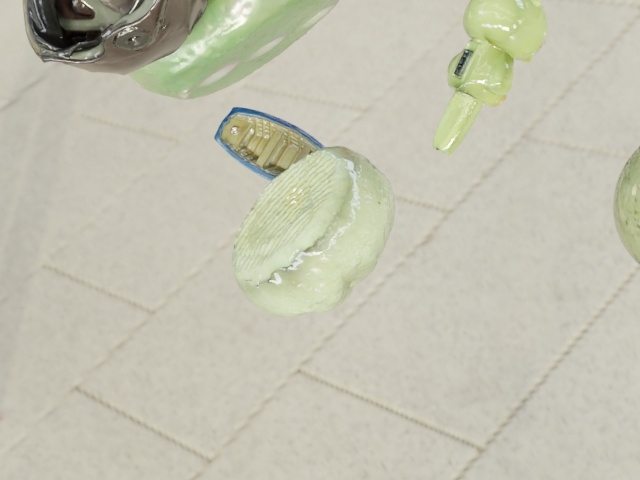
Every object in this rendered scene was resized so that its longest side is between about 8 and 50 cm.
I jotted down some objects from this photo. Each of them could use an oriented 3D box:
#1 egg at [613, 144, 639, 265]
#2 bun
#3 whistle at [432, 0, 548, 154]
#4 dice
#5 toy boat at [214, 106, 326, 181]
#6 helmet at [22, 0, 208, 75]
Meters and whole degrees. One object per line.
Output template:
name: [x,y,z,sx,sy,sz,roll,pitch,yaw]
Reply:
egg: [0.406,-0.045,1.422,0.228,0.177,0.177,-34,19,53]
bun: [0.000,0.000,1.470,0.195,0.118,0.195,-34,32,25]
whistle: [0.267,-0.269,2.153,0.141,0.141,0.294,30,108,52]
dice: [-0.179,-0.414,2.110,0.330,0.318,0.322,-34,-3,18]
toy boat: [-0.038,-0.105,1.780,0.229,0.046,0.080,27,80,30]
helmet: [-0.246,-0.331,1.834,0.305,0.177,0.225,-17,68,33]
